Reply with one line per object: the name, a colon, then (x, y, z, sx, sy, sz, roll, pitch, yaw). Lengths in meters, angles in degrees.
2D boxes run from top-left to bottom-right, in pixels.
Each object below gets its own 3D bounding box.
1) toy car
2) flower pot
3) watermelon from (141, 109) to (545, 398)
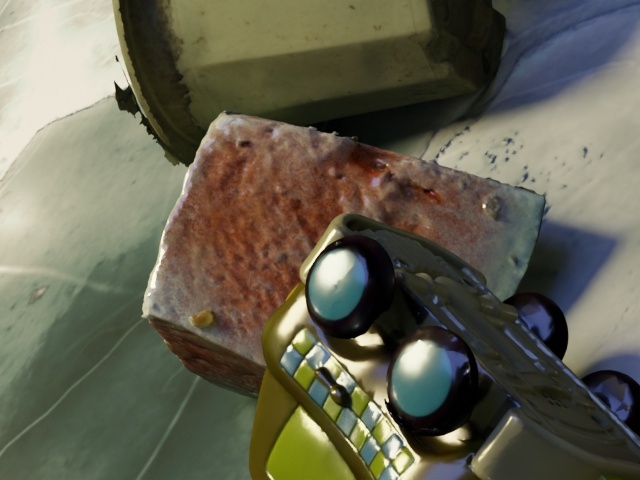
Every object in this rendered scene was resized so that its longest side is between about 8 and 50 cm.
toy car: (0.059, 0.123, 1.083, 0.198, 0.204, 0.248, -56, 49, 14)
flower pot: (0.001, -0.202, 1.456, 0.259, 0.290, 0.290, -5, 46, 24)
watermelon: (0.000, 0.000, 1.257, 0.261, 0.201, 0.213, 11, 71, 42)
